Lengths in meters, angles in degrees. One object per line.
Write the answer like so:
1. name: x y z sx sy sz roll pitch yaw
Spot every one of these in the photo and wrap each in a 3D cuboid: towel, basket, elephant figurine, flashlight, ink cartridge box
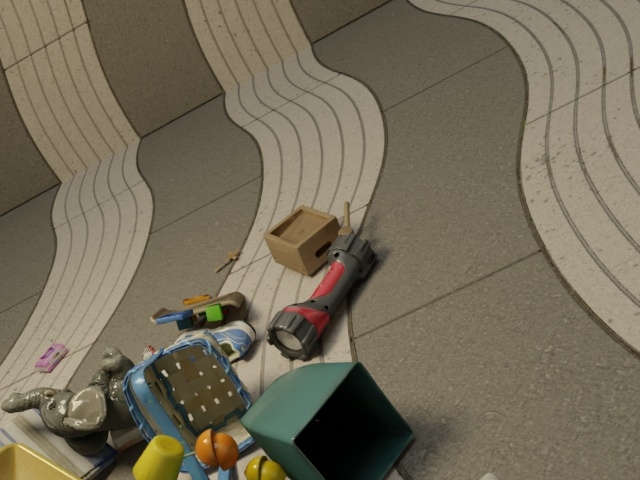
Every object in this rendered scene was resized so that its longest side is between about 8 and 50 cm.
1. towel: -0.559 0.436 1.692 0.209 0.034 0.285 35 40 17
2. basket: -0.225 0.301 1.543 0.201 0.255 0.289 -29 8 2
3. elephant figurine: -0.459 0.335 1.714 0.239 0.170 0.186 -35 28 -27
4. flashlight: 0.001 0.104 1.791 0.103 0.103 0.304 -3 40 37
5. ink cartridge box: -0.358 0.336 1.822 0.179 0.045 0.145 -24 42 -9

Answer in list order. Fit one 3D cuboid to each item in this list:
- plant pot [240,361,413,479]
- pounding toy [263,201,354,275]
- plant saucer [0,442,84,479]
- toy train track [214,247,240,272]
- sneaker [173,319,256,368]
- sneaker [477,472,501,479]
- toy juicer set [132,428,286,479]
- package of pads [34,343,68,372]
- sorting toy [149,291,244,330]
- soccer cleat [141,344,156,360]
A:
1. plant pot: -0.012 0.303 1.408 0.166 0.165 0.234 -47 22 -28
2. pounding toy: 0.010 -0.004 1.990 0.181 0.094 0.206 -39 36 -25
3. plant saucer: -0.516 0.515 1.465 0.332 0.081 0.332 23 28 21
4. toy train track: -0.235 0.054 2.236 0.083 0.014 0.048 -43 35 -8
5. sneaker: -0.240 0.230 1.858 0.211 0.080 0.081 -22 25 23
6. sneaker: 0.130 0.401 1.169 0.297 0.111 0.129 -21 12 13
7. toy juicer set: -0.111 0.407 1.313 0.329 0.209 0.090 35 108 28
8. package of pads: -0.700 0.306 2.281 0.050 0.032 0.083 -7 36 39
9. sorting toy: -0.269 0.162 1.968 0.195 0.047 0.348 -12 3 0
10. soccer cleat: -0.389 0.266 2.021 0.036 0.029 0.083 -49 26 -12
